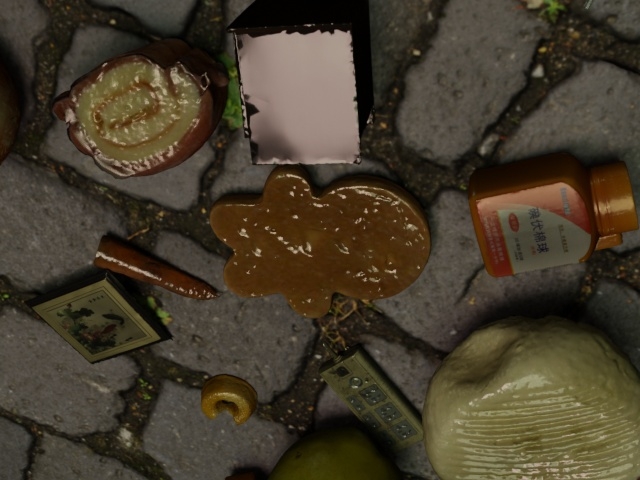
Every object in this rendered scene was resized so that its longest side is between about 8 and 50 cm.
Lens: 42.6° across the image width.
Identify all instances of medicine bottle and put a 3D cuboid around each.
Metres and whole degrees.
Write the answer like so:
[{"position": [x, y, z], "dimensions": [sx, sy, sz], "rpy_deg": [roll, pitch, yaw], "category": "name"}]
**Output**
[{"position": [0.338, -0.043, 1.199], "dimensions": [0.222, 0.112, 0.149], "rpy_deg": [-12, 115, 17], "category": "medicine bottle"}]

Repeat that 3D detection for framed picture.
[{"position": [-0.400, 0.145, 1.478], "dimensions": [0.195, 0.010, 0.199], "rpy_deg": [-20, 127, 21], "category": "framed picture"}]

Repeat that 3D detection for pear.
[{"position": [0.008, 0.481, 1.457], "dimensions": [0.253, 0.253, 0.307], "rpy_deg": [46, 80, -14], "category": "pear"}]

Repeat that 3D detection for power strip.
[{"position": [0.087, 0.274, 1.465], "dimensions": [0.092, 0.034, 0.268], "rpy_deg": [-32, 108, 25], "category": "power strip"}]

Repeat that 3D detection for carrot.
[{"position": [-0.280, 0.059, 1.421], "dimensions": [0.224, 0.057, 0.057], "rpy_deg": [23, 120, -8], "category": "carrot"}]

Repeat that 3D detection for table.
[{"position": [-0.022, -0.225, 1.143], "dimensions": [0.173, 0.169, 0.193], "rpy_deg": [0, 119, 11], "category": "table"}]

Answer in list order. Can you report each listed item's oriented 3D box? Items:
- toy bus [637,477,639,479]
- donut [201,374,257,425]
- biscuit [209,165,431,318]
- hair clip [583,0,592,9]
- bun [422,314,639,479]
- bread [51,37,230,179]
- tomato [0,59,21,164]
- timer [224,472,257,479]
[{"position": [0.547, 0.424, 1.422], "dimensions": [0.203, 0.090, 0.063], "rpy_deg": [-38, 105, 27], "category": "toy bus"}, {"position": [-0.173, 0.300, 1.528], "dimensions": [0.108, 0.043, 0.097], "rpy_deg": [7, 120, 3], "category": "donut"}, {"position": [0.000, -0.001, 1.326], "dimensions": [0.355, 0.052, 0.275], "rpy_deg": [-7, 116, 14], "category": "biscuit"}, {"position": [0.369, -0.361, 1.070], "dimensions": [0.039, 0.030, 0.115], "rpy_deg": [32, 119, -5], "category": "hair clip"}, {"position": [0.340, 0.273, 1.304], "dimensions": [0.349, 0.227, 0.352], "rpy_deg": [-7, 114, 15], "category": "bun"}, {"position": [-0.246, -0.201, 1.227], "dimensions": [0.244, 0.123, 0.190], "rpy_deg": [-25, 112, 23], "category": "bread"}, {"position": [-0.605, -0.196, 1.246], "dimensions": [0.270, 0.222, 0.270], "rpy_deg": [3, 118, 6], "category": "tomato"}, {"position": [-0.095, 0.499, 1.591], "dimensions": [0.152, 0.132, 0.132], "rpy_deg": [-18, 115, -7], "category": "timer"}]
